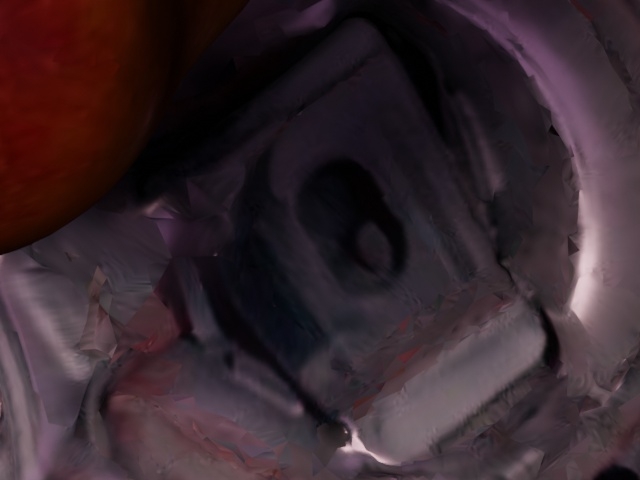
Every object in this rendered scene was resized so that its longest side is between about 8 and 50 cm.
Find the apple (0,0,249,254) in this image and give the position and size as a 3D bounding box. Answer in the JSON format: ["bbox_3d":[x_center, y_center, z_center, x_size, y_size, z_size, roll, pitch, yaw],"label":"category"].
[{"bbox_3d":[-0.143,-0.132,0.393,0.317,0.288,0.288,23,149,47],"label":"apple"}]

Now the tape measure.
[{"bbox_3d":[0.000,0.000,0.580,0.275,0.256,0.147,52,171,-15],"label":"tape measure"}]
